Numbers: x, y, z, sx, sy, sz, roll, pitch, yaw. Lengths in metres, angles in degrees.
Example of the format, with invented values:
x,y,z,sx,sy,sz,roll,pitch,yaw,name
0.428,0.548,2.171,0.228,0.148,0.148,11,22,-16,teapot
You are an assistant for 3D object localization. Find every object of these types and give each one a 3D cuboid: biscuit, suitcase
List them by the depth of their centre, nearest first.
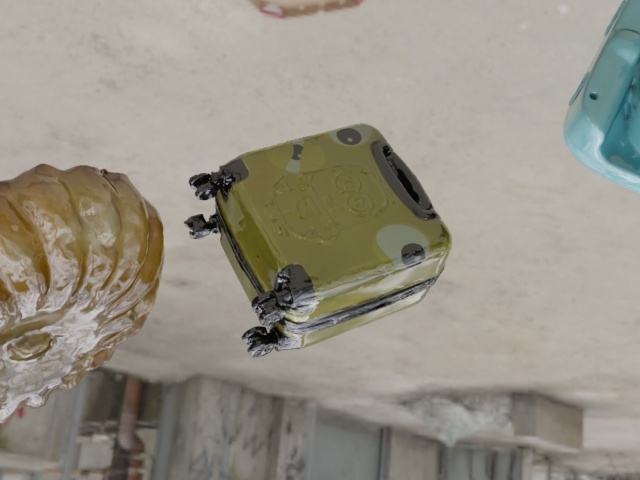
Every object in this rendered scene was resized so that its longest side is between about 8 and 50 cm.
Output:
x,y,z,sx,sy,sz,roll,pitch,yaw,name
-0.283,0.069,0.899,0.325,0.107,0.326,-33,157,-16,biscuit
0.000,0.000,0.999,0.234,0.194,0.143,-18,151,-24,suitcase

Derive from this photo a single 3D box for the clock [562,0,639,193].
x,y,z,sx,sy,sz,roll,pitch,yaw,name
0.413,-0.140,1.018,0.274,0.224,0.094,26,160,7,clock
